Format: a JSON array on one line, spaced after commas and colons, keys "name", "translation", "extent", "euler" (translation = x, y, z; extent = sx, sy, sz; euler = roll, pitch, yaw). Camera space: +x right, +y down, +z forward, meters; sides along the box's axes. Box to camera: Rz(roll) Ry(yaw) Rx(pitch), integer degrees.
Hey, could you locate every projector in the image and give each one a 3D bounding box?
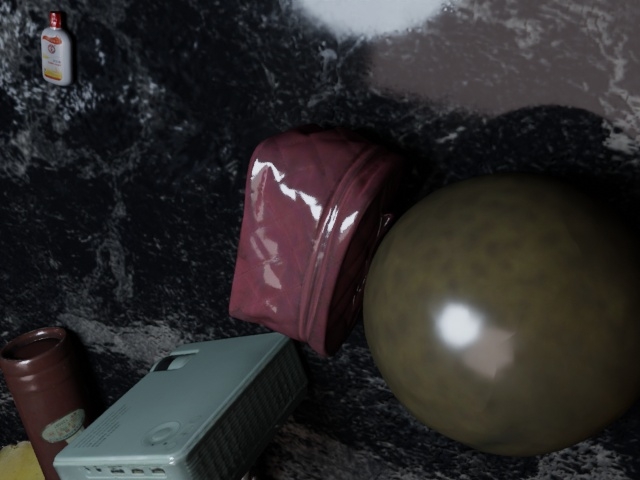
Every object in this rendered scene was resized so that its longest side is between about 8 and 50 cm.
[{"name": "projector", "translation": [-0.149, 0.214, 0.838], "extent": [0.192, 0.257, 0.099], "euler": [-10, 108, 29]}]

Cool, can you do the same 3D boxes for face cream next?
[{"name": "face cream", "translation": [-0.307, -0.224, 0.838], "extent": [0.040, 0.021, 0.083], "euler": [18, 120, 15]}]

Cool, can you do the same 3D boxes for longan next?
[{"name": "longan", "translation": [0.160, 0.059, 0.634], "extent": [0.258, 0.258, 0.258], "euler": [11, 118, 20]}]

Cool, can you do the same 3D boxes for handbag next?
[{"name": "handbag", "translation": [0.000, 0.000, 0.730], "extent": [0.135, 0.146, 0.225], "euler": [23, 120, 17]}]

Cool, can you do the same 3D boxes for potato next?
[{"name": "potato", "translation": [-0.492, 0.439, 1.202], "extent": [0.202, 0.117, 0.182], "euler": [34, 127, 5]}]

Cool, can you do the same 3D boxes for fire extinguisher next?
[{"name": "fire extinguisher", "translation": [-0.363, 0.302, 1.077], "extent": [0.138, 0.102, 0.344], "euler": [-1, 114, 24]}]

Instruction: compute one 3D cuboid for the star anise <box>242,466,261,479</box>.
[{"name": "star anise", "translation": [-0.108, 0.393, 1.000], "extent": [0.198, 0.110, 0.257], "euler": [36, 130, 5]}]
